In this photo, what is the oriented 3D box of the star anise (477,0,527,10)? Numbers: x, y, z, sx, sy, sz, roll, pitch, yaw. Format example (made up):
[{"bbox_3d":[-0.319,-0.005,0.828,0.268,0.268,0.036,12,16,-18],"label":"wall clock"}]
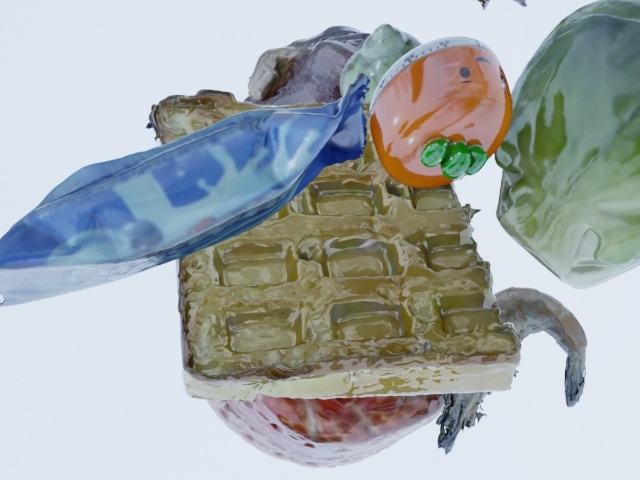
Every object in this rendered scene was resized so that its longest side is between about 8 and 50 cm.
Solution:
[{"bbox_3d":[0.183,-0.345,1.737,0.220,0.190,0.126,-32,18,9],"label":"star anise"}]

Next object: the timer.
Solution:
[{"bbox_3d":[0.100,-0.097,1.306,0.136,0.099,0.136,-48,27,35],"label":"timer"}]

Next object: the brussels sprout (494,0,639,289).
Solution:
[{"bbox_3d":[0.263,-0.082,1.398,0.219,0.210,0.271,34,78,13],"label":"brussels sprout"}]

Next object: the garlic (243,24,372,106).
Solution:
[{"bbox_3d":[-0.009,-0.190,2.036,0.245,0.160,0.245,-36,12,9],"label":"garlic"}]

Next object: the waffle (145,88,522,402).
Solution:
[{"bbox_3d":[0.000,0.000,1.450,0.077,0.304,0.348,100,164,-46],"label":"waffle"}]

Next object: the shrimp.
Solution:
[{"bbox_3d":[0.221,0.164,1.826,0.219,0.152,0.046,-61,-9,-1],"label":"shrimp"}]

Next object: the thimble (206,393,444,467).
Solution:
[{"bbox_3d":[0.007,0.113,1.970,0.230,0.350,0.350,124,159,-65],"label":"thimble"}]

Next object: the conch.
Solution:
[{"bbox_3d":[0.096,-0.149,1.789,0.124,0.181,0.187,-32,21,43],"label":"conch"}]

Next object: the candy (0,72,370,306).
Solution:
[{"bbox_3d":[-0.115,-0.023,1.144,0.187,0.331,0.077,103,144,-76],"label":"candy"}]
